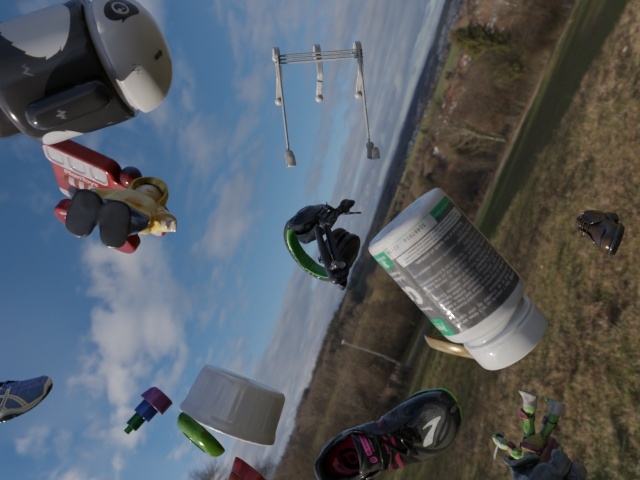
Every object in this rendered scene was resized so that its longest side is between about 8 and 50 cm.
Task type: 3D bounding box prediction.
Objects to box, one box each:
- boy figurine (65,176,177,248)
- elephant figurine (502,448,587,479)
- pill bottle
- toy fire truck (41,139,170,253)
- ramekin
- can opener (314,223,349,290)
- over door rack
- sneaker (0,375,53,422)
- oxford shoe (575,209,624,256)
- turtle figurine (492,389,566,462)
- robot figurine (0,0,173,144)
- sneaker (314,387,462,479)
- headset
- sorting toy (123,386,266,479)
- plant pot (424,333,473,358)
[{"bbox_3d":[-0.344,-0.058,0.888,0.285,0.177,0.092,-85,16,-77],"label":"boy figurine"},{"bbox_3d":[0.555,0.625,1.251,0.169,0.186,0.239,-63,15,-22],"label":"elephant figurine"},{"bbox_3d":[0.291,0.082,1.015,0.204,0.361,0.204,-42,0,0],"label":"pill bottle"},{"bbox_3d":[-0.521,-0.119,1.185,0.254,0.302,0.169,119,175,-59],"label":"toy fire truck"},{"bbox_3d":[-0.233,0.447,1.322,0.277,0.277,0.135,90,-159,-73],"label":"ramekin"},{"bbox_3d":[0.021,0.032,1.165,0.073,0.059,0.186,114,142,-48],"label":"can opener"},{"bbox_3d":[0.006,-0.346,1.249,0.108,0.240,0.324,131,132,-82],"label":"over door rack"},{"bbox_3d":[-0.628,0.301,0.912,0.211,0.080,0.081,-16,-75,-37],"label":"sneaker"},{"bbox_3d":[0.667,-0.020,1.156,0.227,0.096,0.082,-37,-40,-64],"label":"oxford shoe"},{"bbox_3d":[0.668,0.624,1.533,0.275,0.198,0.266,26,-101,-53],"label":"turtle figurine"},{"bbox_3d":[-0.354,-0.244,0.683,0.173,0.278,0.209,96,156,-85],"label":"robot figurine"},{"bbox_3d":[0.189,0.584,1.362,0.483,0.185,0.202,-36,-20,15],"label":"sneaker"},{"bbox_3d":[0.000,0.000,1.437,0.185,0.243,0.394,-42,-7,-37],"label":"headset"},{"bbox_3d":[-0.267,0.462,0.997,0.126,0.366,0.127,-48,-16,-30],"label":"sorting toy"},{"bbox_3d":[0.406,0.302,1.340,0.236,0.236,0.032,54,-133,-83],"label":"plant pot"}]
